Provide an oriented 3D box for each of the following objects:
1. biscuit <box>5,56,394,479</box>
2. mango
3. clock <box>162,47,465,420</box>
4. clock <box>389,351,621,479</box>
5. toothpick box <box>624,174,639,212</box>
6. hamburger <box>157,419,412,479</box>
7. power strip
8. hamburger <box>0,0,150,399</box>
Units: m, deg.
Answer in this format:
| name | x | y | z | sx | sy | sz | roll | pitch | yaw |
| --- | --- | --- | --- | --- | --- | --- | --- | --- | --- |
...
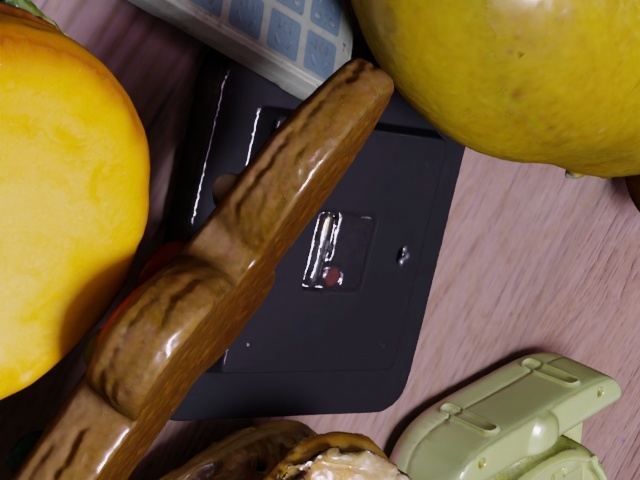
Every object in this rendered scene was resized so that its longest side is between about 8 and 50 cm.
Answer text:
| name | x | y | z | sx | sy | sz | roll | pitch | yaw |
| --- | --- | --- | --- | --- | --- | --- | --- | --- | --- |
| biscuit | -0.103 | 0.063 | 0.959 | 0.432 | 0.064 | 0.283 | -55 | 176 | 7 |
| mango | 0.179 | -0.185 | 1.160 | 0.445 | 0.220 | 0.301 | 41 | 64 | -46 |
| clock | 0.001 | 0.000 | 1.176 | 0.273 | 0.049 | 0.279 | 2 | 104 | -46 |
| clock | 0.168 | 0.268 | 1.418 | 0.235 | 0.096 | 0.308 | -25 | 123 | -38 |
| toothpick box | 0.406 | -0.048 | 1.476 | 0.294 | 0.192 | 0.192 | 37 | 78 | -52 |
| hamburger | -0.040 | 0.244 | 1.153 | 0.244 | 0.163 | 0.244 | -12 | 111 | -34 |
| power strip | -0.057 | -0.163 | 1.039 | 0.227 | 0.029 | 0.080 | 25 | 66 | -41 |
| hamburger | -0.222 | -0.032 | 0.848 | 0.246 | 0.170 | 0.246 | -21 | 128 | -29 |
